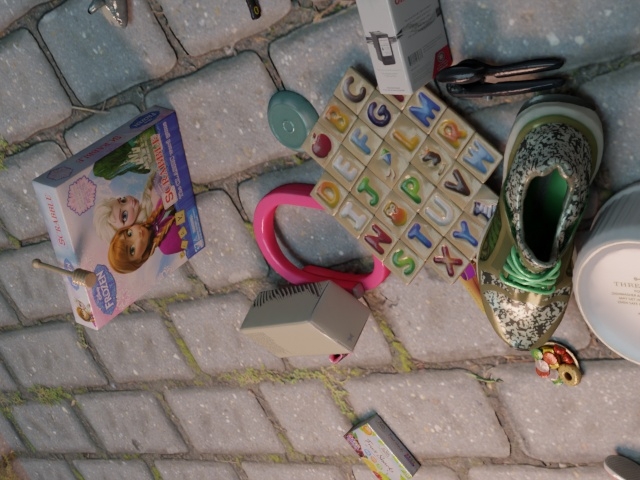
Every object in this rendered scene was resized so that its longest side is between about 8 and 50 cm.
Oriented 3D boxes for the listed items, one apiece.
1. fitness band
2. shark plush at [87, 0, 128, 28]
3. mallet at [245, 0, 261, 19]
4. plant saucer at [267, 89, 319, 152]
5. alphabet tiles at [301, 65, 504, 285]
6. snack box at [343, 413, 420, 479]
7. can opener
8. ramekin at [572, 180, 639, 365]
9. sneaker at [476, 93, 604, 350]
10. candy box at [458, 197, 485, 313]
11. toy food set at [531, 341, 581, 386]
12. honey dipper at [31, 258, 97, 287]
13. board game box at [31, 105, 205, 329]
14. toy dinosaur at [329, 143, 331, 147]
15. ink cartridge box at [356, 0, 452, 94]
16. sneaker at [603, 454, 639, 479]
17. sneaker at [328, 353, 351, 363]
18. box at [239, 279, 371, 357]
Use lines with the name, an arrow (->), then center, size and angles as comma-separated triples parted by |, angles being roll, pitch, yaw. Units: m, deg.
fitness band -> 0.000, 0.000, 1.935 | 0.291, 0.054, 0.209 | 9, 126, 38
shark plush -> -0.360, -0.464, 1.934 | 0.067, 0.073, 0.161 | 27, 117, -2
mallet -> -0.128, -0.449, 1.722 | 0.039, 0.062, 0.189 | 12, 143, 39
plant saucer -> -0.050, -0.200, 1.849 | 0.119, 0.021, 0.119 | 25, 135, 28
alphabet tiles -> 0.127, -0.102, 1.686 | 0.342, 0.011, 0.285 | 44, 125, 15
snack box -> 0.124, 0.427, 2.167 | 0.141, 0.037, 0.100 | 49, 140, 1
can opener -> 0.257, -0.226, 1.512 | 0.186, 0.073, 0.059 | 4, 115, 31
ramekin -> 0.474, 0.059, 1.474 | 0.273, 0.127, 0.273 | 25, 135, 28
sneaker -> 0.295, 0.008, 1.511 | 0.158, 0.182, 0.410 | 9, 123, 12
candy box -> 0.256, 0.017, 1.706 | 0.186, 0.053, 0.109 | 54, 139, -6
toy food set -> 0.386, 0.203, 1.756 | 0.082, 0.020, 0.083 | -6, 116, 46
honey dipper -> -0.469, 0.057, 1.940 | 0.161, 0.030, 0.030 | 11, 127, 36
board game box -> -0.371, -0.046, 2.040 | 0.066, 0.318, 0.318 | 16, 131, 34
toy dinosaur -> 0.061, -0.135, 1.771 | 0.092, 0.053, 0.183 | 41, 140, 9
ink cartridge box -> 0.122, -0.300, 1.537 | 0.063, 0.109, 0.150 | 9, 126, 42
sneaker -> 0.523, 0.413, 1.767 | 0.134, 0.051, 0.070 | 27, 131, 19
sneaker -> 0.039, 0.189, 2.045 | 0.047, 0.057, 0.119 | 29, 135, 26
box -> -0.033, 0.150, 1.994 | 0.113, 0.094, 0.275 | 37, 156, -22
